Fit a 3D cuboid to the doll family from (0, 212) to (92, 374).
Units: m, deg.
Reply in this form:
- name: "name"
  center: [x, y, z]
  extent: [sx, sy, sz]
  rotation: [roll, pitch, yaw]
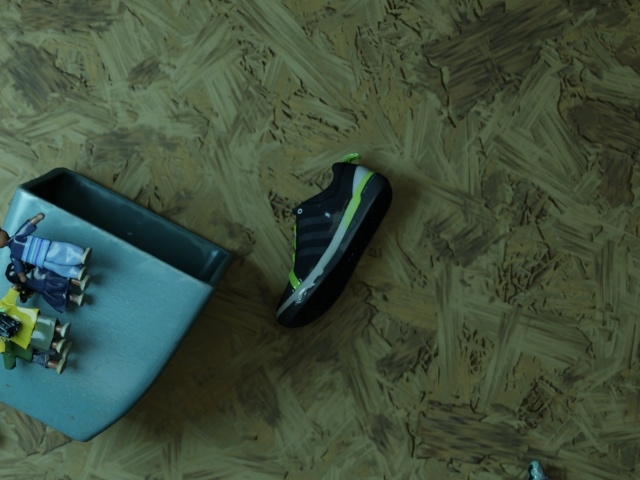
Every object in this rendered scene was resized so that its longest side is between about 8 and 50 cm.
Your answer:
- name: "doll family"
  center: [-0.317, 0.058, 1.672]
  extent: [0.111, 0.076, 0.193]
  rotation: [19, 100, 5]

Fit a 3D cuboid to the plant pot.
- name: "plant pot"
  center: [-0.275, 0.088, 1.827]
  extent: [0.247, 0.248, 0.252]
  rotation: [27, 99, -2]

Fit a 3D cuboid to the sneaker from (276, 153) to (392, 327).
- name: "sneaker"
  center: [0.000, 0.000, 1.943]
  extent: [0.097, 0.084, 0.234]
  rotation: [30, 82, 23]

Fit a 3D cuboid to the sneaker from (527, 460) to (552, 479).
- name: "sneaker"
  center: [0.303, 0.319, 1.949]
  extent: [0.069, 0.038, 0.098]
  rotation: [-15, 96, -7]
